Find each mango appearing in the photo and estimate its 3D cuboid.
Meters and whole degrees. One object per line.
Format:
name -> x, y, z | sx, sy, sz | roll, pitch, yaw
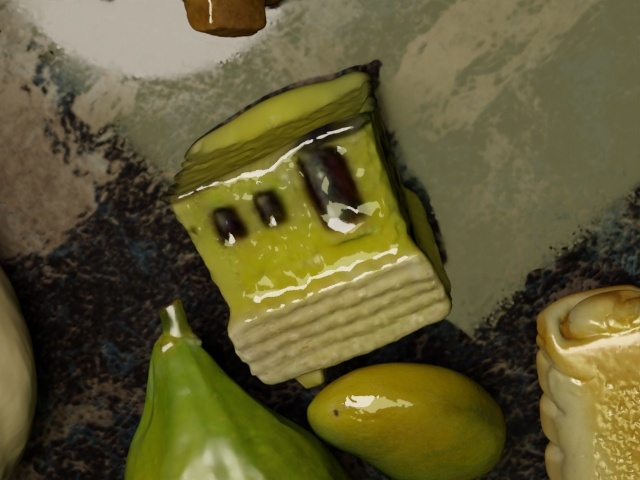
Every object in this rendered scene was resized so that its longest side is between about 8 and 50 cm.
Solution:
mango -> 0.087, 0.165, 1.304 | 0.191, 0.085, 0.122 | 25, 135, -37

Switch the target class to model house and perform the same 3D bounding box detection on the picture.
model house -> 0.000, 0.000, 1.267 | 0.193, 0.175, 0.234 | -22, 112, 8

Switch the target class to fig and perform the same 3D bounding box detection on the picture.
fig -> -0.076, 0.231, 1.317 | 0.233, 0.233, 0.314 | -29, 68, 10

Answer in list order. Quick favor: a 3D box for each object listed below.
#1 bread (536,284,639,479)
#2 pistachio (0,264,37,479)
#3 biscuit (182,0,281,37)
bread -> 0.286, 0.190, 1.303 | 0.173, 0.121, 0.311 | -2, 104, 18
pistachio -> -0.362, 0.102, 1.289 | 0.226, 0.208, 0.332 | 8, 129, 46
biscuit -> -0.103, -0.309, 1.164 | 0.043, 0.278, 0.301 | -21, 82, 44
